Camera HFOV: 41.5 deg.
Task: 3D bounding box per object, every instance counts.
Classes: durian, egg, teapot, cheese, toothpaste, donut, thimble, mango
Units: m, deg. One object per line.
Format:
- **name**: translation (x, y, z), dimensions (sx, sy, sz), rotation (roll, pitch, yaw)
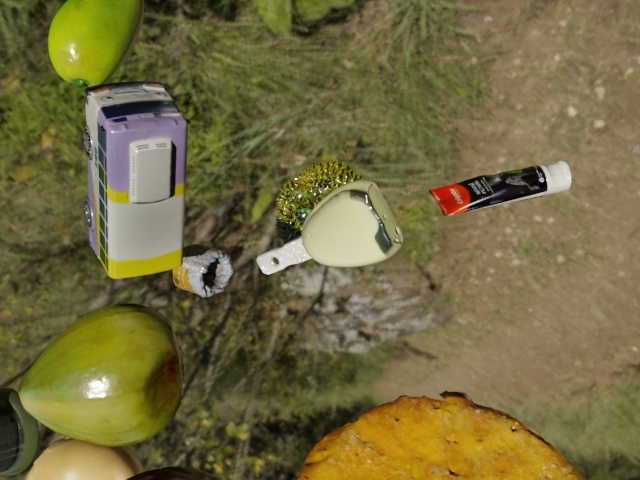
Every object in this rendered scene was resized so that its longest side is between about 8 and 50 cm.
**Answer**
- **durian**: translation (0.010, -0.072, 2.322), dimensions (0.291, 0.291, 0.224), rotation (40, 162, 16)
- **egg**: translation (-0.419, 0.451, 1.532), dimensions (0.245, 0.201, 0.201), rotation (-6, 135, 39)
- **teapot**: translation (-0.804, 0.427, 1.768), dimensions (0.271, 0.200, 0.337), rotation (9, -176, 23)
- **cheese**: translation (0.000, 0.000, 1.293), dimensions (0.252, 0.054, 0.127), rotation (-22, 101, 34)
- **toothpaste**: translation (0.256, -0.072, 1.194), dimensions (0.071, 0.194, 0.045), rotation (-108, 9, -54)
- **donut**: translation (0.184, 0.405, 1.094), dimensions (0.435, 0.378, 0.163), rotation (35, 136, 30)
- **thimble**: translation (-0.326, 0.081, 2.345), dimensions (0.118, 0.151, 0.127), rotation (12, 118, 31)
- **mango**: translation (-0.544, -0.531, 2.083), dimensions (0.156, 0.343, 0.192), rotation (-9, 138, 40)

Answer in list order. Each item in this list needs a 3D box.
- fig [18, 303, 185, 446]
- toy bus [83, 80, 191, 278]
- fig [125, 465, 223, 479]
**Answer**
- **fig**: translation (-0.362, 0.225, 1.408), dimensions (0.239, 0.271, 0.239), rotation (174, 90, -72)
- **toy bus**: translation (-0.450, -0.145, 2.062), dimensions (0.249, 0.210, 0.439), rotation (47, 138, 47)
- **fig**: translation (-0.194, 0.404, 1.116), dimensions (0.224, 0.224, 0.263), rotation (37, 148, 26)
